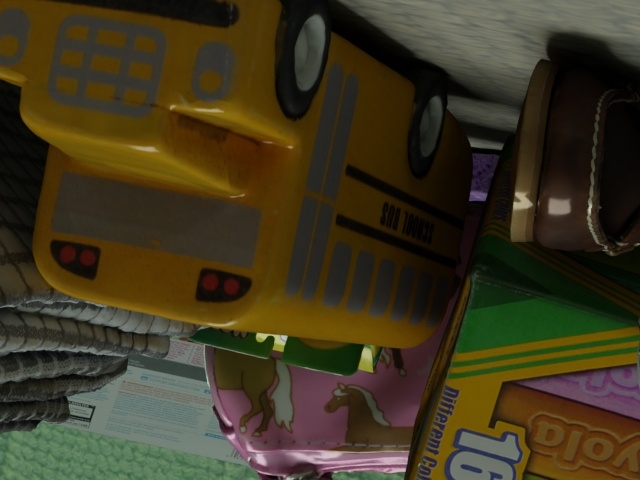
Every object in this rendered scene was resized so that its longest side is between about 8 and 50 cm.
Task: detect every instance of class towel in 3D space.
[{"bbox_3d":[-0.194,-0.022,0.837,0.235,0.121,0.283,50,-169,13],"label":"towel"}]

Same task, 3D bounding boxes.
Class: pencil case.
[{"bbox_3d":[0.133,0.061,1.059,0.386,0.167,0.160,-2,-167,10],"label":"pencil case"}]

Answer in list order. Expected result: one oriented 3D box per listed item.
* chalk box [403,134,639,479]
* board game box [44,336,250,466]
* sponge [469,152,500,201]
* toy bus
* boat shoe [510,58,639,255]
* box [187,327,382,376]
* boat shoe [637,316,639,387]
[{"bbox_3d":[0.195,0.095,0.877,0.289,0.179,0.180,16,-156,3],"label":"chalk box"},{"bbox_3d":[-0.086,0.030,1.268,0.224,0.097,0.303,13,143,-10],"label":"board game box"},{"bbox_3d":[0.148,-0.033,1.210,0.117,0.031,0.210,12,179,-34],"label":"sponge"},{"bbox_3d":[-0.027,-0.029,0.784,0.108,0.130,0.332,12,179,19],"label":"toy bus"},{"bbox_3d":[0.116,-0.031,0.741,0.073,0.073,0.207,11,-174,10],"label":"boat shoe"},{"bbox_3d":[0.000,0.000,1.006,0.105,0.179,0.043,12,141,14],"label":"box"},{"bbox_3d":[0.224,0.003,0.752,0.267,0.088,0.096,-9,-168,-36],"label":"boat shoe"}]
